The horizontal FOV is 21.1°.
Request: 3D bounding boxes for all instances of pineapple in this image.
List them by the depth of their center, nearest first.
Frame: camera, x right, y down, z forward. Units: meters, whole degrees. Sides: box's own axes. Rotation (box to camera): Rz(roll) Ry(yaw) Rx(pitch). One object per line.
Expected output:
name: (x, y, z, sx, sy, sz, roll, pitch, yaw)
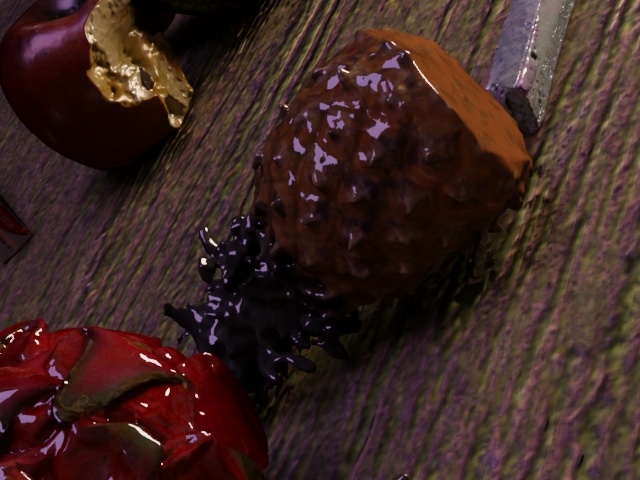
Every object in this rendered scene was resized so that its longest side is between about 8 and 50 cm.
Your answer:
pineapple: (0.000, 0.000, 1.094, 0.278, 0.158, 0.158, -46, 26, 20)

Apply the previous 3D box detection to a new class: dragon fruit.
dragon fruit: (-0.135, 0.143, 0.979, 0.234, 0.234, 0.293, -40, 7, 7)

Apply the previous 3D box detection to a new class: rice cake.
rice cake: (0.155, -0.158, 1.191, 0.034, 0.043, 0.211, -11, 42, 34)

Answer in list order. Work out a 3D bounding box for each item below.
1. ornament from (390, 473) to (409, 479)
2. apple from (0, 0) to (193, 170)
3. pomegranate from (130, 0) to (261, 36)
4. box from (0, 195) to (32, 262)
ornament: (0.017, 0.221, 0.826, 0.202, 0.080, 0.236, -13, 41, 49)
apple: (-0.198, -0.140, 1.499, 0.147, 0.158, 0.156, -27, 30, 2)
pomegranate: (-0.139, -0.292, 1.583, 0.276, 0.222, 0.204, -35, 34, 63)
box: (-0.331, -0.041, 1.641, 0.039, 0.055, 0.218, -45, 28, -4)
